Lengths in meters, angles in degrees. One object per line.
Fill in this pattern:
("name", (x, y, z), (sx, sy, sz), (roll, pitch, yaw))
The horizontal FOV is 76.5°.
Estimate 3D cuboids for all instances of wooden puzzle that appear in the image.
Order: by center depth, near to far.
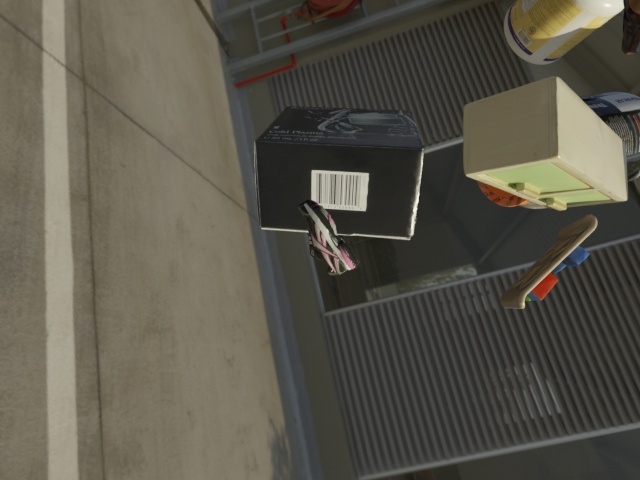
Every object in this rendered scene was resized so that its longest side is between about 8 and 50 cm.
("wooden puzzle", (0.752, 0.096, 1.338), (0.080, 0.348, 0.322), (41, 3, 17))

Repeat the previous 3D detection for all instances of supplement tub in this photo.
("supplement tub", (0.470, -0.172, 0.787), (0.193, 0.316, 0.193), (47, -34, 48))
("supplement tub", (0.751, -0.722, 1.215), (0.331, 0.241, 0.241), (142, -65, -71))

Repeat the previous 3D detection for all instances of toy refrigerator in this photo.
("toy refrigerator", (0.296, -0.101, 0.516), (0.270, 0.102, 0.094), (7, 83, -42))

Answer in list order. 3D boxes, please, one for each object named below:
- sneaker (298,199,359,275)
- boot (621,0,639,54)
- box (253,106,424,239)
("sneaker", (0.000, 0.000, 0.856), (0.178, 0.077, 0.072), (57, 20, 4))
("boot", (0.560, -0.483, 0.699), (0.207, 0.090, 0.248), (17, 81, -64))
("box", (0.071, -0.252, 1.365), (0.471, 0.480, 0.297), (-76, 169, -61))
